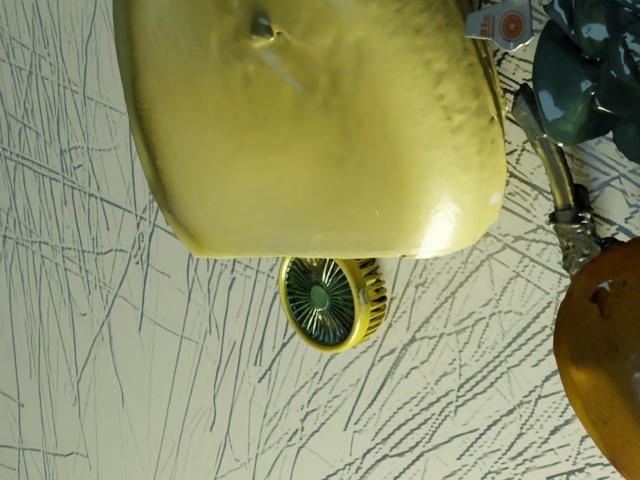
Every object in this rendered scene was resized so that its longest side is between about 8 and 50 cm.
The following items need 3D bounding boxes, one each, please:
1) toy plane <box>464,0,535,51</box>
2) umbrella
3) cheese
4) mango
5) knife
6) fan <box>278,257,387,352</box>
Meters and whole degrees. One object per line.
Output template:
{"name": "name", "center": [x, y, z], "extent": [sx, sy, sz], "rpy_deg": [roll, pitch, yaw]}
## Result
{"name": "toy plane", "center": [0.119, -0.204, 1.044], "extent": [0.078, 0.053, 0.197], "rpy_deg": [13, 103, 43]}
{"name": "umbrella", "center": [0.259, -0.047, 0.959], "extent": [0.349, 0.094, 0.143], "rpy_deg": [39, 138, 25]}
{"name": "cheese", "center": [-0.019, -0.131, 1.153], "extent": [0.259, 0.128, 0.316], "rpy_deg": [-1, 113, 24]}
{"name": "mango", "center": [0.237, 0.094, 1.029], "extent": [0.249, 0.151, 0.156], "rpy_deg": [35, 163, 23]}
{"name": "knife", "center": [0.162, 0.007, 1.144], "extent": [0.045, 0.021, 0.222], "rpy_deg": [-17, 100, 50]}
{"name": "fan", "center": [0.000, 0.000, 1.303], "extent": [0.082, 0.039, 0.155], "rpy_deg": [-15, 94, 49]}
